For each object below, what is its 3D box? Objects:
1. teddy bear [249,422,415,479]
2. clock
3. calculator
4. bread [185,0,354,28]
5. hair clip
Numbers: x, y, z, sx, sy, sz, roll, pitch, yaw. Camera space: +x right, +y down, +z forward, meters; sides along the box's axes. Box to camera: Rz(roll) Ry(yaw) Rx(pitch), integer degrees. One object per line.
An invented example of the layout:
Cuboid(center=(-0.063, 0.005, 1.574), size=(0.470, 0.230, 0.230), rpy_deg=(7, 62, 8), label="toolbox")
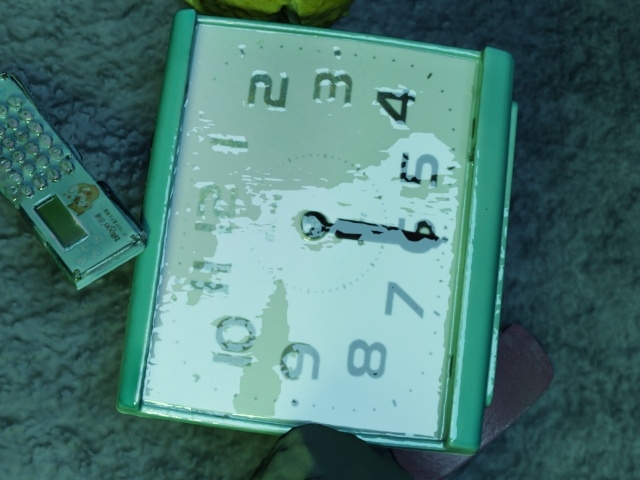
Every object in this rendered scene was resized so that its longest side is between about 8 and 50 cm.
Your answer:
Cuboid(center=(-0.008, 0.233, 0.823), size=(0.171, 0.251, 0.144), rpy_deg=(9, 35, -38), label="teddy bear")
Cuboid(center=(0.000, 0.000, 0.905), size=(0.231, 0.116, 0.262), rpy_deg=(7, 77, -2), label="clock")
Cuboid(center=(-0.173, -0.042, 0.871), size=(0.057, 0.018, 0.172), rpy_deg=(-33, 61, -15), label="calculator")
Cuboid(center=(-0.042, -0.267, 0.942), size=(0.186, 0.124, 0.257), rpy_deg=(-28, 88, -26), label="bread")
Cuboid(center=(0.107, 0.112, 0.966), size=(0.137, 0.022, 0.054), rpy_deg=(-37, 95, -19), label="hair clip")
